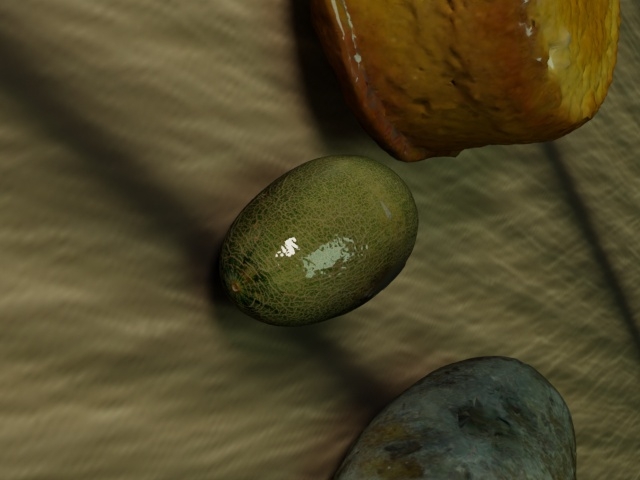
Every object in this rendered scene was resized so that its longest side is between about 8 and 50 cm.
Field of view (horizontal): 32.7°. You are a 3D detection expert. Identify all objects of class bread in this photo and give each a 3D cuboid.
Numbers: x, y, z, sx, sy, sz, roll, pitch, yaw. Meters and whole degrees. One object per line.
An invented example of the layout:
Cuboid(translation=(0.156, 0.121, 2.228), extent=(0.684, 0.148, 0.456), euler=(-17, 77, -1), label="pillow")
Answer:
Cuboid(translation=(0.109, -0.198, 0.758), extent=(0.312, 0.172, 0.312), euler=(-12, 104, -59), label="bread")

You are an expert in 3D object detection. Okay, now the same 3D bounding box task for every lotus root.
Cuboid(translation=(0.115, 0.187, 0.859), extent=(0.349, 0.175, 0.175), euler=(-41, 130, -54), label="lotus root")

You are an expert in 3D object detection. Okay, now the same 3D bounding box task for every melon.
Cuboid(translation=(0.000, 0.000, 0.686), extent=(0.162, 0.099, 0.099), euler=(-30, 122, -51), label="melon")
